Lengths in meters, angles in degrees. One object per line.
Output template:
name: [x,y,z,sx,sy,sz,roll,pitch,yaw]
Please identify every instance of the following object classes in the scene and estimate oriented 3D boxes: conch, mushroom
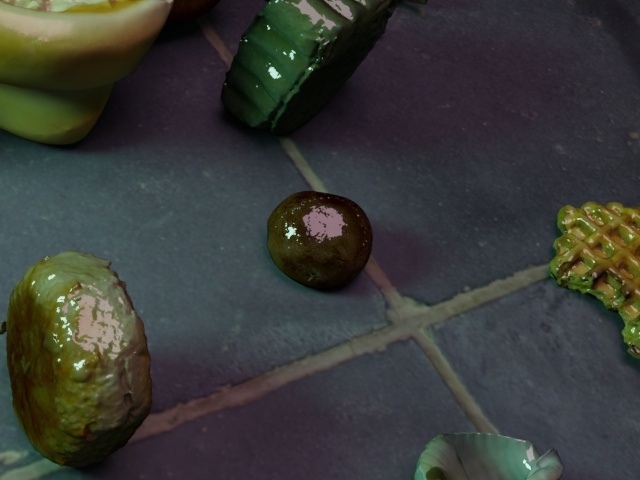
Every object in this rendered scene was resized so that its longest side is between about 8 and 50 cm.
conch: [0.173,0.278,1.055,0.172,0.131,0.200,15,14,26]
mushroom: [0.000,0.000,1.257,0.127,0.087,0.127,3,74,-11]

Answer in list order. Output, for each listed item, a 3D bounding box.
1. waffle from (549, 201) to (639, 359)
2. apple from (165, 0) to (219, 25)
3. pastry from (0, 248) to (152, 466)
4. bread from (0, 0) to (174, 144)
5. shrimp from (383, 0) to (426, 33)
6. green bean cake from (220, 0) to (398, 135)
waffle: [0.424,0.054,1.381,0.291,0.051,0.291,11,47,-12]
apple: [-0.211,-0.397,1.394,0.230,0.230,0.229,10,50,-13]
pastry: [-0.230,0.110,0.997,0.093,0.192,0.182,-8,62,-33]
bread: [-0.353,-0.334,1.257,0.329,0.245,0.424,-28,72,-18]
shrimp: [0.041,-0.356,1.573,0.253,0.058,0.173,11,58,-8]
green bean cake: [-0.017,-0.248,1.357,0.125,0.222,0.227,43,48,3]
